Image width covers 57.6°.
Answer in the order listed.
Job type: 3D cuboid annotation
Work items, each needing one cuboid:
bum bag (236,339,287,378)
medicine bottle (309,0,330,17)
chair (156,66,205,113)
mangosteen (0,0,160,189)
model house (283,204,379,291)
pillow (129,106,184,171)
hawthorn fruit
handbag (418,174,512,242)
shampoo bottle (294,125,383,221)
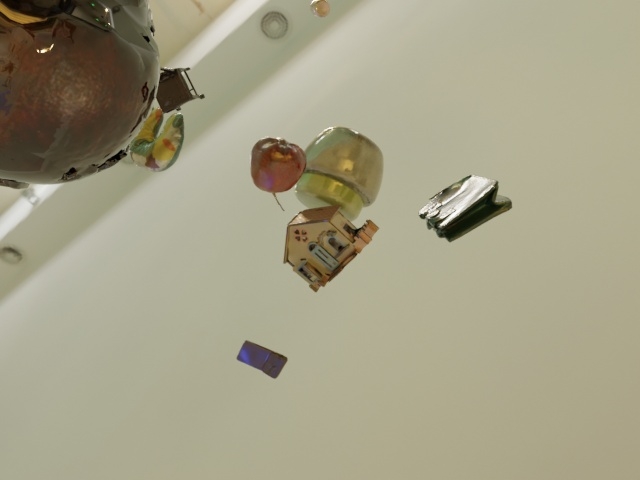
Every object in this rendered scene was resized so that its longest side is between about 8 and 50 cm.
[{"bbox_3d":[-0.198,0.398,1.946,0.026,0.159,0.109,-72,-173,-55],"label":"bum bag"},{"bbox_3d":[-0.003,-0.723,1.808,0.052,0.052,0.089,-42,-154,7],"label":"medicine bottle"},{"bbox_3d":[-0.444,-0.433,1.663,0.106,0.113,0.229,-21,-170,20],"label":"chair"},{"bbox_3d":[-0.391,-0.276,0.752,0.381,0.381,0.421,-14,-113,42],"label":"mangosteen"},{"bbox_3d":[0.000,0.000,1.984,0.326,0.244,0.169,-43,-176,36],"label":"model house"},{"bbox_3d":[-0.535,-0.329,1.902,0.233,0.086,0.214,26,-86,39],"label":"pillow"},{"bbox_3d":[-0.133,-0.192,1.679,0.162,0.163,0.203,-118,-137,-58],"label":"hawthorn fruit"},{"bbox_3d":[0.441,-0.108,1.837,0.238,0.089,0.326,-33,-168,4],"label":"handbag"},{"bbox_3d":[0.075,-0.249,2.170,0.322,0.322,0.317,12,-109,55],"label":"shampoo bottle"}]
